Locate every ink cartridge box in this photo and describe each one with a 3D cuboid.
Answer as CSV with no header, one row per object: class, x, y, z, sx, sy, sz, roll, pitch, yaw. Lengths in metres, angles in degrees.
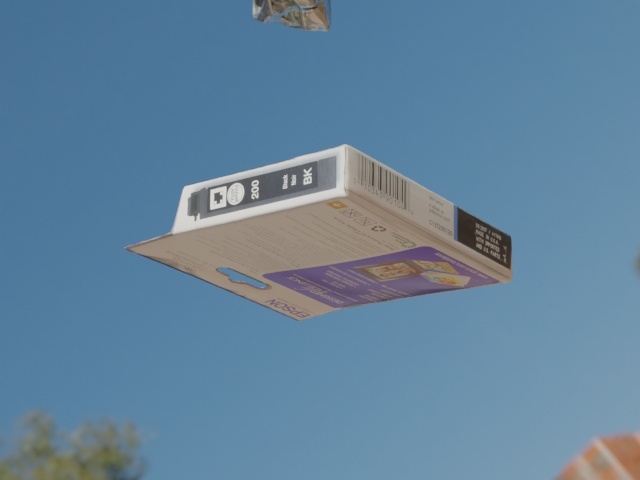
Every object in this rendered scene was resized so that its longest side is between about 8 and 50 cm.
ink cartridge box,0.000,0.000,1.411,0.208,0.045,0.206,-13,-25,36

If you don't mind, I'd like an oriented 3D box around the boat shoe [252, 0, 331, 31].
boat shoe,-0.054,-0.314,2.201,0.103,0.118,0.320,-4,-9,8
